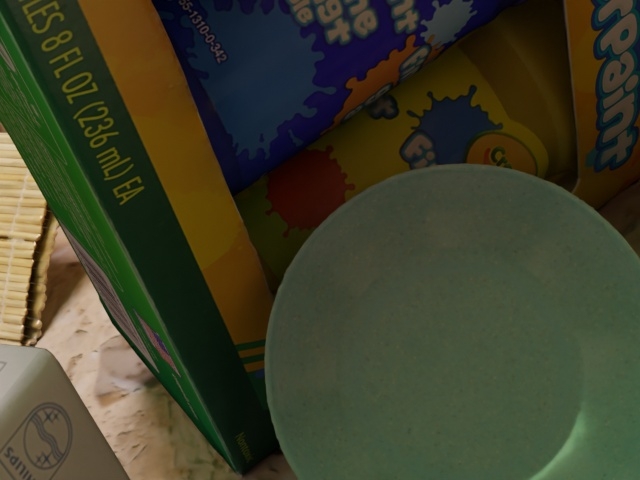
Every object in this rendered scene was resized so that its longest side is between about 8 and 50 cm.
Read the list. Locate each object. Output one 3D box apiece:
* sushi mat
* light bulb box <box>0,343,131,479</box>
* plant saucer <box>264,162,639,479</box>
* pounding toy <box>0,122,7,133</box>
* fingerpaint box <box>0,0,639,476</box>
[{"bbox_3d":[-0.304,-0.010,1.055,0.316,0.019,0.151,5,80,38],"label":"sushi mat"},{"bbox_3d":[-0.286,0.233,0.597,0.358,0.225,0.361,1,41,34],"label":"light bulb box"},{"bbox_3d":[0.069,0.061,0.684,0.195,0.195,0.037,-32,-8,-10],"label":"plant saucer"},{"bbox_3d":[-0.293,-0.100,1.157,0.130,0.100,0.141,-19,34,10],"label":"pounding toy"},{"bbox_3d":[0.013,-0.147,0.701,0.371,0.445,0.163,-35,51,-14],"label":"fingerpaint box"}]
